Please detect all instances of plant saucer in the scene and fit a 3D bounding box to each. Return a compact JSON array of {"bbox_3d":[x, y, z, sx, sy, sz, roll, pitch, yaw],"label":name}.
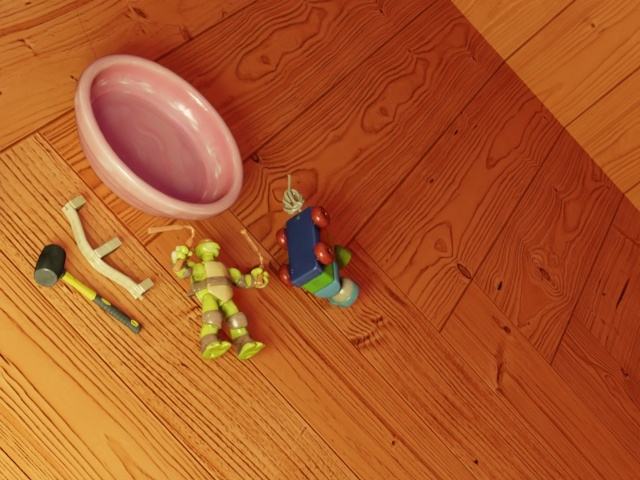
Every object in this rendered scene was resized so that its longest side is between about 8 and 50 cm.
[{"bbox_3d":[-0.281,-0.162,2.159,0.332,0.084,0.332,31,36,-26],"label":"plant saucer"}]

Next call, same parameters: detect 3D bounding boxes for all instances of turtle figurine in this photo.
[{"bbox_3d":[-0.175,0.079,2.035,0.269,0.087,0.217,18,51,-52],"label":"turtle figurine"}]

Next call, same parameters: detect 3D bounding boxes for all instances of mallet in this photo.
[{"bbox_3d":[-0.341,0.084,1.879,0.189,0.039,0.062,43,31,-17],"label":"mallet"}]

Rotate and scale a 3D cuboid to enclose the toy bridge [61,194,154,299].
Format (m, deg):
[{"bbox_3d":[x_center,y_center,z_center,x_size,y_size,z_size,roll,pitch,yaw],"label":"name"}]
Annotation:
[{"bbox_3d":[-0.332,0.017,1.964,0.188,0.026,0.063,51,34,1],"label":"toy bridge"}]

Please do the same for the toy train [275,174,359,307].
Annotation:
[{"bbox_3d":[0.000,0.000,2.327,0.143,0.105,0.248,38,32,-37],"label":"toy train"}]
